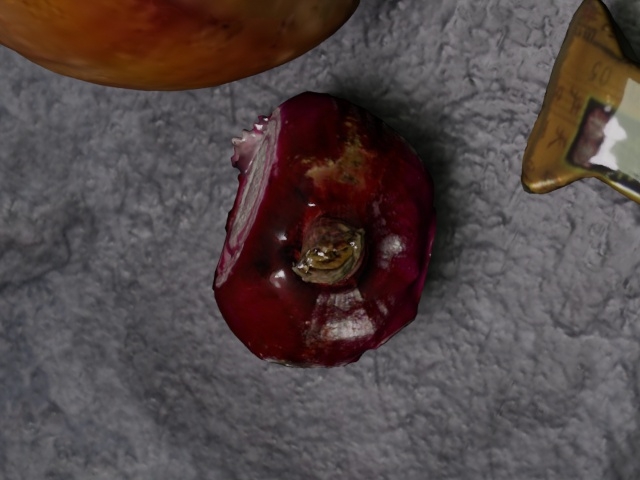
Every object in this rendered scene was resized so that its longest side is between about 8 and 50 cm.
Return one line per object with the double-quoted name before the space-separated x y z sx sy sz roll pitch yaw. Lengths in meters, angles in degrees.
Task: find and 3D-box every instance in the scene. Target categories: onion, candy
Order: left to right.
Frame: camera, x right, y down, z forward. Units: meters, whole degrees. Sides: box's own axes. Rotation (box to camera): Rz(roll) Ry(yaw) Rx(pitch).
"onion" 0.015 0.003 1.092 0.135 0.198 0.173 12 99 -16
"candy" 0.256 -0.034 1.062 0.271 0.101 0.143 24 98 6

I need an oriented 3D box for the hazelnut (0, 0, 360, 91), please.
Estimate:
"hazelnut" -0.107 -0.267 1.037 0.372 0.315 0.372 -12 70 37
